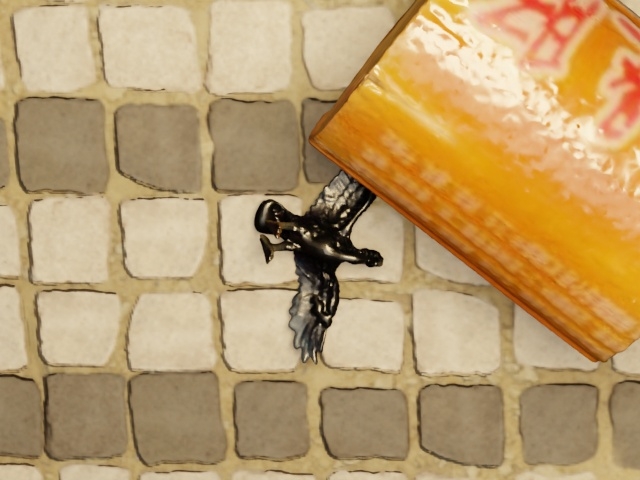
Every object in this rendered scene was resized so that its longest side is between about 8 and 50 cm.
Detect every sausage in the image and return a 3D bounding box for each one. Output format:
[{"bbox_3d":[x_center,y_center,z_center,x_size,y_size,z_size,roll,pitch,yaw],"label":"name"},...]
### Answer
[{"bbox_3d":[0.172,-0.079,1.394,0.287,0.233,0.233,38,110,-6],"label":"sausage"}]

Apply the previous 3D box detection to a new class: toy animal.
[{"bbox_3d":[0.000,0.000,1.543,0.108,0.062,0.220,11,110,-14],"label":"toy animal"}]
